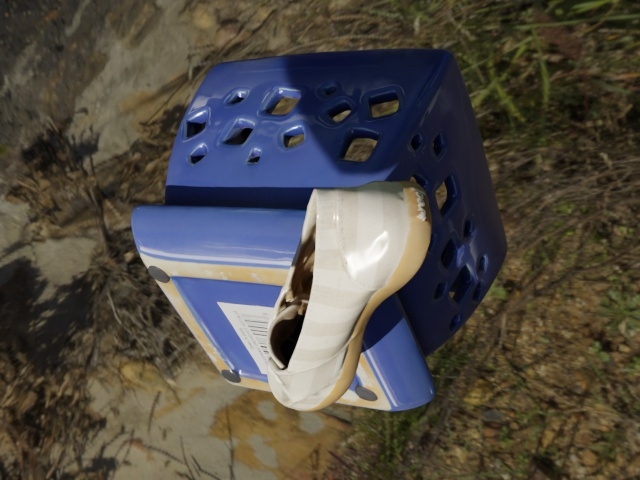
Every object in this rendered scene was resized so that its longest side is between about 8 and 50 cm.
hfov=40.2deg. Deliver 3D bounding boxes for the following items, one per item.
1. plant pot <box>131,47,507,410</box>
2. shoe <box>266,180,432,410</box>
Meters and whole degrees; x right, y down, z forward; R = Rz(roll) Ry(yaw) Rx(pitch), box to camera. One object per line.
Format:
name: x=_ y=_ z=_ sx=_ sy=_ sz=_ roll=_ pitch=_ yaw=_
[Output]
plant pot: x=0.000 y=0.000 z=0.720 sx=0.212 sy=0.236 sz=0.236 roll=-62 pitch=141 yaw=-36
shoe: x=-0.004 y=0.037 z=0.513 sx=0.058 sy=0.219 sz=0.076 roll=0 pitch=55 yaw=-20
